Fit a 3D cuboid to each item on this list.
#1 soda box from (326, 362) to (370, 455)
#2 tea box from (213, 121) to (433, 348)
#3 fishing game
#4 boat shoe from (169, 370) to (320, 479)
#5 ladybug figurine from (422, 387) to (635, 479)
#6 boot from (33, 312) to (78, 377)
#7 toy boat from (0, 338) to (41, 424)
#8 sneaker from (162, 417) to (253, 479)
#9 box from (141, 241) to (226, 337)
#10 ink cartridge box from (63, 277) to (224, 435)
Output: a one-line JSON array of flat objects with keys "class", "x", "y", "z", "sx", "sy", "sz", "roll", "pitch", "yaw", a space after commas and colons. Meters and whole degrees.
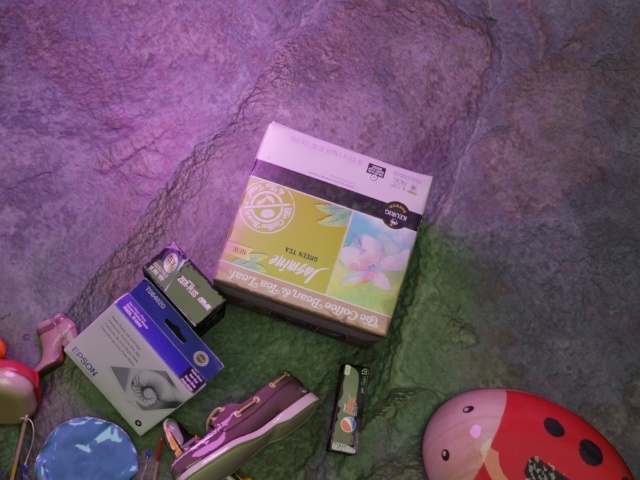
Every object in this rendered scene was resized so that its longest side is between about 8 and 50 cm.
[{"class": "soda box", "x": 0.053, "y": 0.324, "z": 1.605, "sx": 0.053, "sy": 0.060, "sz": 0.168, "roll": 12, "pitch": 74, "yaw": -4}, {"class": "tea box", "x": 0.000, "y": 0.000, "z": 1.598, "sx": 0.329, "sy": 0.220, "sz": 0.323, "roll": 18, "pitch": 76, "yaw": -2}, {"class": "fishing game", "x": -0.427, "y": 0.415, "z": 1.533, "sx": 0.264, "sy": 0.041, "sz": 0.189, "roll": 9, "pitch": 91, "yaw": -11}, {"class": "boat shoe", "x": -0.146, "y": 0.341, "z": 1.513, "sx": 0.324, "sy": 0.116, "sz": 0.097, "roll": -26, "pitch": 61, "yaw": -37}, {"class": "ladybug figurine", "x": 0.410, "y": 0.445, "z": 1.559, "sx": 0.449, "sy": 0.162, "sz": 0.305, "roll": 25, "pitch": 74, "yaw": 1}, {"class": "boot", "x": -0.516, "y": 0.197, "z": 1.592, "sx": 0.118, "sy": 0.042, "sz": 0.087, "roll": -33, "pitch": 75, "yaw": -14}, {"class": "toy boat", "x": -0.623, "y": 0.240, "z": 1.532, "sx": 0.231, "sy": 0.151, "sz": 0.151, "roll": 6, "pitch": 45, "yaw": -5}, {"class": "sneaker", "x": -0.213, "y": 0.407, "z": 1.551, "sx": 0.083, "sy": 0.084, "sz": 0.215, "roll": -41, "pitch": 92, "yaw": -17}, {"class": "box", "x": -0.253, "y": 0.099, "z": 1.566, "sx": 0.077, "sy": 0.180, "sz": 0.147, "roll": -41, "pitch": 83, "yaw": -16}, {"class": "ink cartridge box", "x": -0.324, "y": 0.216, "z": 1.521, "sx": 0.224, "sy": 0.045, "sz": 0.223, "roll": -41, "pitch": 92, "yaw": 24}]
